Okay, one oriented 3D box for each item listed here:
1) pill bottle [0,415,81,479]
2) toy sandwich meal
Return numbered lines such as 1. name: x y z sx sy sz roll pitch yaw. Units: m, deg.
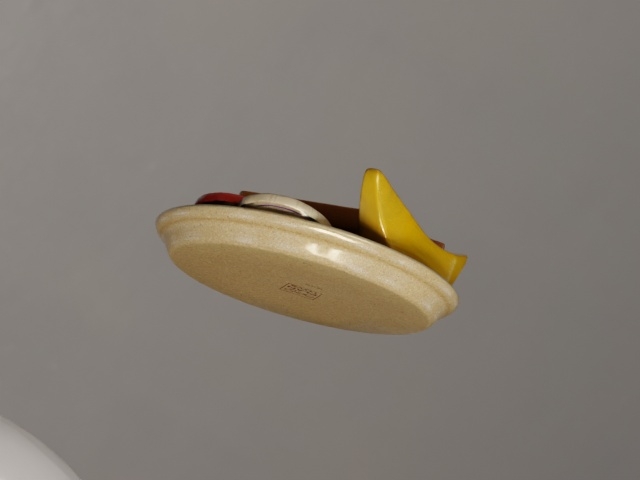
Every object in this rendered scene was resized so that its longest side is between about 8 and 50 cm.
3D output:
1. pill bottle: -0.180 0.168 0.582 0.146 0.264 0.146 20 -131 -25
2. toy sandwich meal: 0.000 0.000 0.424 0.086 0.029 0.085 14 165 4
